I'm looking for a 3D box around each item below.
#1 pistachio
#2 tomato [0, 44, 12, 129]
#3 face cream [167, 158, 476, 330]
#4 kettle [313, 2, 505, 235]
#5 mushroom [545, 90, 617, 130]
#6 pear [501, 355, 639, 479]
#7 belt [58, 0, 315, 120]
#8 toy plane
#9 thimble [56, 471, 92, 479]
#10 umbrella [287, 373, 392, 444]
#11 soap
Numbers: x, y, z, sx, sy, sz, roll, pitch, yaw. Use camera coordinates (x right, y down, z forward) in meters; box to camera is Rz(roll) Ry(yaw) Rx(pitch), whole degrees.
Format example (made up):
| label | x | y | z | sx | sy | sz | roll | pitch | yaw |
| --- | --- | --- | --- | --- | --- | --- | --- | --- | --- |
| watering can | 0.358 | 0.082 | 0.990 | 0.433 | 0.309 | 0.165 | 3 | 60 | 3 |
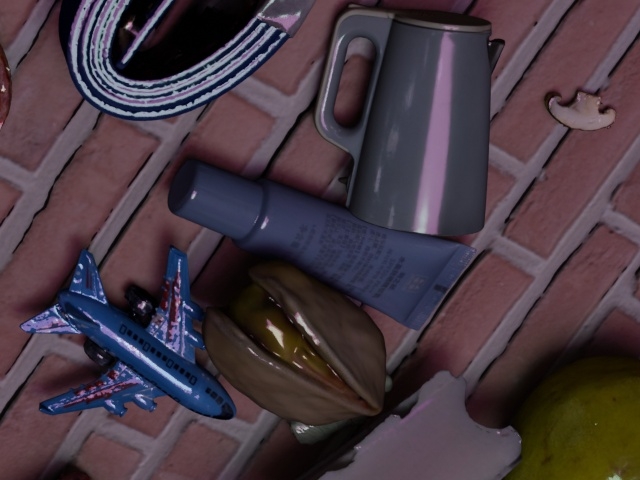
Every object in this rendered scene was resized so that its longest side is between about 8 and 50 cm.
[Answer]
| label | x | y | z | sx | sy | sz | roll | pitch | yaw |
| --- | --- | --- | --- | --- | --- | --- | --- | --- | --- |
| pistachio | -0.022 | 0.133 | 1.859 | 0.166 | 0.197 | 0.288 | -49 | 145 | 6 |
| tomato | -0.449 | -0.158 | 1.670 | 0.237 | 0.095 | 0.237 | -19 | 127 | -27 |
| face cream | 0.000 | 0.000 | 1.887 | 0.385 | 0.086 | 0.135 | 22 | 116 | -28 |
| kettle | 0.098 | -0.145 | 1.833 | 0.210 | 0.160 | 0.243 | 8 | 105 | 11 |
| mushroom | 0.318 | -0.159 | 1.941 | 0.101 | 0.019 | 0.049 | 14 | 109 | -23 |
| pear | 0.363 | 0.308 | 2.025 | 0.287 | 0.287 | 0.375 | 16 | 127 | -21 |
| belt | -0.130 | -0.281 | 1.707 | 0.347 | 0.117 | 0.212 | -45 | 115 | 6 |
| toy plane | -0.208 | 0.130 | 1.869 | 0.271 | 0.105 | 0.254 | 36 | 100 | -27 |
| thimble | -0.302 | 0.377 | 1.900 | 0.125 | 0.189 | 0.163 | -30 | 114 | 0 |
| umbrella | 0.026 | 0.208 | 1.999 | 0.143 | 0.062 | 0.067 | -30 | 87 | -1 |
| soap | 0.067 | 0.316 | 1.896 | 0.302 | 0.258 | 0.159 | -41 | 87 | 22 |
